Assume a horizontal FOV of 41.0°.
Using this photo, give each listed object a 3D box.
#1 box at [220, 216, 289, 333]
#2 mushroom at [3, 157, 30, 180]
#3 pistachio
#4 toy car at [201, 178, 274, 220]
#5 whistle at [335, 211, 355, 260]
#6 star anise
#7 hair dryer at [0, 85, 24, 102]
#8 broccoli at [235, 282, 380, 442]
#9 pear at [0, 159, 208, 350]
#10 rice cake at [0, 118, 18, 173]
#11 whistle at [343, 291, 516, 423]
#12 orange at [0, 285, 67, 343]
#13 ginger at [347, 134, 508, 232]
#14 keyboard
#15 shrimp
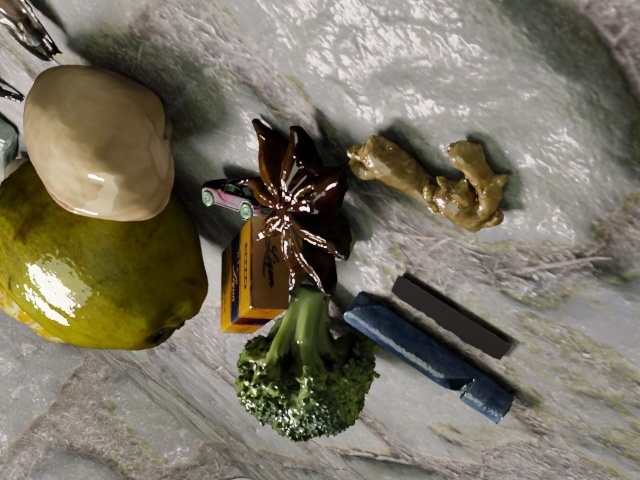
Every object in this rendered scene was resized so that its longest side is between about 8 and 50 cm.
[{"bbox_3d":[-0.114,0.064,1.447,0.070,0.152,0.237,4,164,-16],"label":"box"},{"bbox_3d":[-0.632,-0.066,1.871,0.260,0.254,0.234,108,151,-79],"label":"mushroom"},{"bbox_3d":[-0.340,-0.150,1.299,0.318,0.214,0.193,35,160,33],"label":"pistachio"},{"bbox_3d":[-0.122,-0.070,1.332,0.142,0.069,0.055,18,111,35],"label":"toy car"},{"bbox_3d":[0.000,0.000,1.312,0.104,0.057,0.198,29,163,5],"label":"whistle"},{"bbox_3d":[-0.015,-0.050,1.167,0.272,0.102,0.272,38,137,46],"label":"star anise"},{"bbox_3d":[-0.660,-0.289,1.668,0.219,0.075,0.195,19,158,19],"label":"hair dryer"},{"bbox_3d":[-0.019,0.221,1.507,0.288,0.260,0.235,16,163,41],"label":"broccoli"},{"bbox_3d":[-0.391,0.010,1.514,0.413,0.352,0.352,38,156,-10],"label":"pear"},{"bbox_3d":[-0.696,-0.204,1.851,0.069,0.063,0.206,33,158,-6],"label":"rice cake"},{"bbox_3d":[0.176,0.190,1.400,0.304,0.062,0.062,34,156,4],"label":"whistle"},{"bbox_3d":[-0.655,0.105,2.105,0.329,0.249,0.329,33,175,3],"label":"orange"},{"bbox_3d":[0.127,-0.067,1.010,0.176,0.052,0.193,47,153,-10],"label":"ginger"},{"bbox_3d":[0.196,0.115,1.294,0.196,0.015,0.074,32,152,10],"label":"keyboard"},{"bbox_3d":[-0.511,-0.394,1.273,0.164,0.062,0.317,6,138,56],"label":"shrimp"}]
